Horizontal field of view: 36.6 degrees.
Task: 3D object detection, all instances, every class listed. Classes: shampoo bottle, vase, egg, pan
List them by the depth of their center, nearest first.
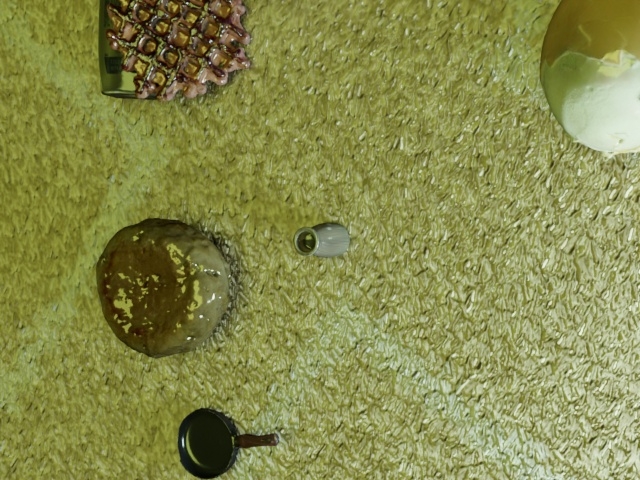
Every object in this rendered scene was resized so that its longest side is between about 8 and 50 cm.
[{"bbox_3d":[0.374,-0.231,1.194,0.201,0.201,0.245,5,80,26],"label":"egg"},{"bbox_3d":[0.000,0.000,1.438,0.053,0.100,0.053,1,92,27],"label":"vase"},{"bbox_3d":[-0.144,0.321,1.551,0.212,0.040,0.115,-13,85,33],"label":"pan"},{"bbox_3d":[-0.299,-0.410,1.587,0.125,0.084,0.350,3,93,16],"label":"shampoo bottle"}]

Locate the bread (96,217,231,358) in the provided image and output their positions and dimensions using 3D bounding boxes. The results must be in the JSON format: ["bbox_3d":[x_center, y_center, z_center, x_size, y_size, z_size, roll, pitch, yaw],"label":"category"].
[{"bbox_3d":[-0.246,0.075,1.553,0.229,0.123,0.230,1,94,21],"label":"bread"}]

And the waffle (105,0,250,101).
[{"bbox_3d":[-0.226,-0.341,1.524,0.221,0.055,0.234,-19,96,-2],"label":"waffle"}]
